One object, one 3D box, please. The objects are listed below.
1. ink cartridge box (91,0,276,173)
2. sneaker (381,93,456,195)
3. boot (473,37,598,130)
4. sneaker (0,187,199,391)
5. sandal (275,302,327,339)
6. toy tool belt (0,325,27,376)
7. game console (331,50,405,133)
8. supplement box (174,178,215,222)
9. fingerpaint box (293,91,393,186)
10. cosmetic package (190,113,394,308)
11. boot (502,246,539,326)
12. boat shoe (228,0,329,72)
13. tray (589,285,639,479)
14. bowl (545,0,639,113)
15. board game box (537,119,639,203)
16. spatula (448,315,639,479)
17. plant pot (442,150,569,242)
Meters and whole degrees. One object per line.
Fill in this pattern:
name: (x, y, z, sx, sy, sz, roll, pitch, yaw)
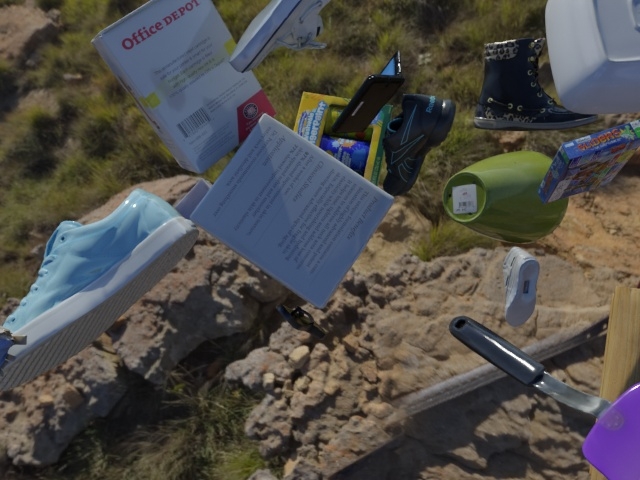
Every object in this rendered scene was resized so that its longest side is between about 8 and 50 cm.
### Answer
ink cartridge box: (-0.339, -0.413, 1.229, 0.279, 0.385, 0.160, -42, 33, -17)
sneaker: (0.171, -0.194, 0.970, 0.106, 0.267, 0.101, 17, 54, -6)
boot: (0.693, -0.501, 1.544, 0.377, 0.138, 0.284, 8, 108, 31)
sneaker: (-0.363, 0.059, 0.708, 0.150, 0.135, 0.366, 42, 59, 8)
sandal: (-0.053, 0.232, 1.442, 0.054, 0.254, 0.097, -49, 56, 1)
toy tool belt: (-0.383, 0.140, 0.552, 0.051, 0.052, 0.083, 27, 75, -9)
game console: (0.071, -0.236, 0.760, 0.122, 0.107, 0.071, -48, 63, 47)
supplement box: (-0.361, -0.120, 1.578, 0.130, 0.239, 0.073, -45, 80, 7)
fingerpaint box: (0.066, -0.338, 1.910, 0.371, 0.163, 0.445, 12, 77, 8)
cosmetic package: (-0.070, -0.056, 1.293, 0.393, 0.327, 0.329, 35, 83, 3)
boot: (0.664, 0.152, 1.612, 0.095, 0.258, 0.123, 4, 21, -3)
boat shoe: (-0.041, -0.490, 1.079, 0.367, 0.156, 0.136, -53, 29, -7)
tray: (0.664, 0.322, 1.063, 0.076, 0.203, 0.411, 8, 81, 32)
bowl: (0.290, -0.192, 0.435, 0.142, 0.053, 0.142, -4, 78, 8)
board game box: (0.505, -0.141, 0.907, 0.136, 0.201, 0.035, -17, 69, 6)
spatula: (0.209, 0.130, 0.427, 0.084, 0.030, 0.296, -44, 23, -7)
plant pot: (0.484, -0.118, 1.323, 0.274, 0.293, 0.275, 7, 99, 50)
